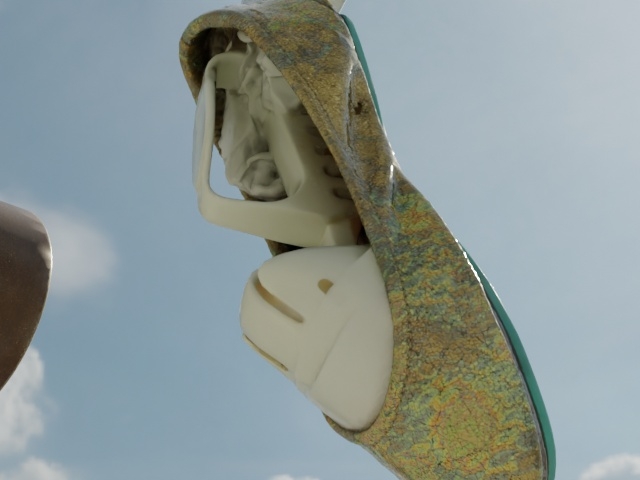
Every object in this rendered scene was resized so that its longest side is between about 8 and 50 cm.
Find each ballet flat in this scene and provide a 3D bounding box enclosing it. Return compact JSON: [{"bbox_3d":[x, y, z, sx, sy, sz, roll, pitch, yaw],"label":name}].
[{"bbox_3d":[0.000,0.000,0.587,0.123,0.348,0.123,-14,-36,-10],"label":"ballet flat"}]

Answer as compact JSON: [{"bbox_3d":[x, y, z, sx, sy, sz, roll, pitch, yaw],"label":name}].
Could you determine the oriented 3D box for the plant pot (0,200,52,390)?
[{"bbox_3d":[-0.382,0.023,0.938,0.215,0.215,0.230,-30,-41,27],"label":"plant pot"}]

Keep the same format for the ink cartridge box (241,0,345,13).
[{"bbox_3d":[0.013,-0.292,0.826,0.060,0.275,0.239,16,-38,-14],"label":"ink cartridge box"}]
